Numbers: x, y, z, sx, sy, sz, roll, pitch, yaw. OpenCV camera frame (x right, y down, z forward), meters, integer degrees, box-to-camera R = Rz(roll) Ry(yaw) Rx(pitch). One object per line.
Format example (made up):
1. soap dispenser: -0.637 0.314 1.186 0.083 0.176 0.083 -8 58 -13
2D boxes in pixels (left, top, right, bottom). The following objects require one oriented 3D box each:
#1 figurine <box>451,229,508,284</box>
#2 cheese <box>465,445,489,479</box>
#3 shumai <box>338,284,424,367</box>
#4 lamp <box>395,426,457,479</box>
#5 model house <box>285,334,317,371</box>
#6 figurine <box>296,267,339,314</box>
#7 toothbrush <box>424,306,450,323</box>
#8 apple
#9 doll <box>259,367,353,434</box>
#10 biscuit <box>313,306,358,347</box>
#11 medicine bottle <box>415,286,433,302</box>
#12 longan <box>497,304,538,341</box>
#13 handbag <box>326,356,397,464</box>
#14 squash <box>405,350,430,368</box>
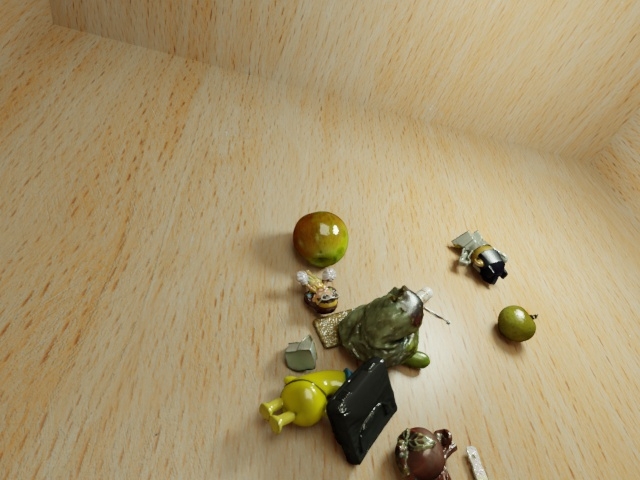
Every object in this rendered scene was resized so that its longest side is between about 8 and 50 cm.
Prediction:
1. figurine: 0.800 0.080 2.082 0.309 0.143 0.308 -3 44 2
2. cheese: 0.530 0.794 1.344 0.127 0.050 0.255 6 46 -16
3. shumai: 0.236 0.278 1.525 0.304 0.263 0.309 19 37 7
4. lamp: 0.324 0.671 1.332 0.223 0.151 0.215 56 43 -28
5. model house: -0.064 0.397 1.489 0.101 0.087 0.100 -9 17 12
6. figurine: -0.013 0.191 1.677 0.175 0.115 0.240 -7 44 -29
7. toothbrush: 0.506 0.324 1.823 0.132 0.011 0.013 31 23 11
8. apple: 0.000 0.000 1.823 0.247 0.246 0.226 1 66 -20
9. doll: -0.023 0.493 1.364 0.363 0.145 0.199 -12 38 -41
10. biscuit: 0.095 0.338 1.639 0.237 0.026 0.131 -9 54 -29
11. medicine bottle: 0.446 0.245 1.843 0.089 0.057 0.057 -25 60 -37
12. longan: 0.857 0.355 1.819 0.154 0.176 0.145 60 3 -8
13. handbag: 0.138 0.537 1.344 0.088 0.244 0.275 -3 24 41
14. squash: 0.319 0.440 1.601 0.201 0.066 0.066 14 44 1
